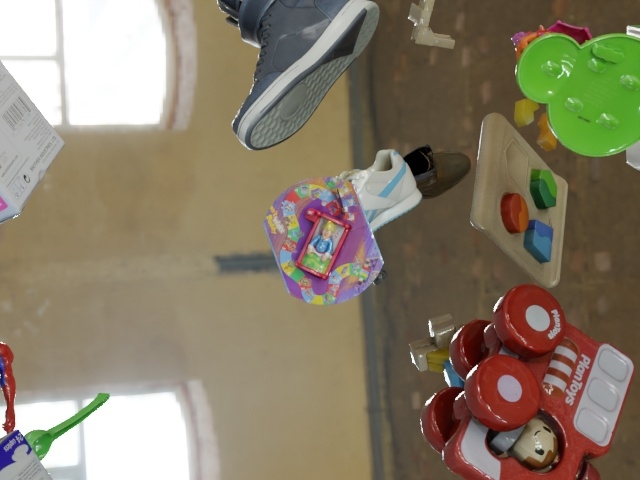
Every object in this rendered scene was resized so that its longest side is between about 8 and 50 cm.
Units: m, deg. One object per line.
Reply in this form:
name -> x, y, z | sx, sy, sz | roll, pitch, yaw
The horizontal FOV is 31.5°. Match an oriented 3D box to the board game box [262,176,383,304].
board game box -> 0.000, 0.000, 1.478 | 0.033, 0.133, 0.169 | 28, 42, -81

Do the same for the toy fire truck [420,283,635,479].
toy fire truck -> 0.300, 0.226, 1.574 | 0.302, 0.254, 0.169 | -62, -173, -35

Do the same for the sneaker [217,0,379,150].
sneaker -> -0.065, -0.202, 1.198 | 0.163, 0.226, 0.086 | 29, -31, 16

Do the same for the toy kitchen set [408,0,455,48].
toy kitchen set -> 0.205, -0.400, 2.063 | 0.068, 0.075, 0.083 | -119, -142, -64

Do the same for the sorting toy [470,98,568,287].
sorting toy -> 0.332, -0.105, 1.814 | 0.041, 0.229, 0.307 | -13, -125, 40

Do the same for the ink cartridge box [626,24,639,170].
ink cartridge box -> 0.459, -0.164, 1.263 | 0.092, 0.219, 0.160 | -104, -171, -76

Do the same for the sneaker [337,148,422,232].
sneaker -> 0.043, -0.048, 1.645 | 0.087, 0.228, 0.092 | 0, -60, 54

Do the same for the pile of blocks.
pile of blocks -> 0.318, 0.203, 1.995 | 0.149, 0.362, 0.113 | -56, 142, -48

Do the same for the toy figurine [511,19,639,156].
toy figurine -> 0.254, -0.184, 1.204 | 0.130, 0.173, 0.159 | -63, -157, 18

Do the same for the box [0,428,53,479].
box -> -0.321, 0.278, 1.113 | 0.137, 0.126, 0.072 | 58, 20, -8

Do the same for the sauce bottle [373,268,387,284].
sauce bottle -> 0.054, 0.014, 1.725 | 0.128, 0.042, 0.042 | 46, -11, -15

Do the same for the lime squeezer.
lime squeezer -> -0.393, 0.336, 1.652 | 0.310, 0.110, 0.059 | -86, -161, -53

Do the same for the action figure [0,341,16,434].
action figure -> -0.403, 0.188, 1.289 | 0.280, 0.091, 0.139 | -66, 145, -88

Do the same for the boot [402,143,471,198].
boot -> 0.190, -0.120, 1.967 | 0.106, 0.219, 0.082 | -33, -104, 63

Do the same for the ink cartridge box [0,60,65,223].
ink cartridge box -> -0.449, -0.186, 1.379 | 0.311, 0.065, 0.186 | 57, 22, -24
